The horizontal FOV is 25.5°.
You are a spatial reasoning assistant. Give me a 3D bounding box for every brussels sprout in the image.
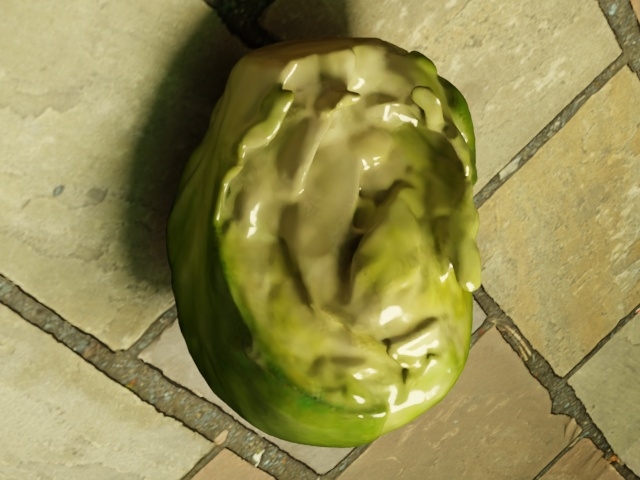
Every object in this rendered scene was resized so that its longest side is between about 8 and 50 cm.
[{"bbox_3d":[0.000,0.000,1.302,0.276,0.315,0.371,-3,96,-12],"label":"brussels sprout"}]
